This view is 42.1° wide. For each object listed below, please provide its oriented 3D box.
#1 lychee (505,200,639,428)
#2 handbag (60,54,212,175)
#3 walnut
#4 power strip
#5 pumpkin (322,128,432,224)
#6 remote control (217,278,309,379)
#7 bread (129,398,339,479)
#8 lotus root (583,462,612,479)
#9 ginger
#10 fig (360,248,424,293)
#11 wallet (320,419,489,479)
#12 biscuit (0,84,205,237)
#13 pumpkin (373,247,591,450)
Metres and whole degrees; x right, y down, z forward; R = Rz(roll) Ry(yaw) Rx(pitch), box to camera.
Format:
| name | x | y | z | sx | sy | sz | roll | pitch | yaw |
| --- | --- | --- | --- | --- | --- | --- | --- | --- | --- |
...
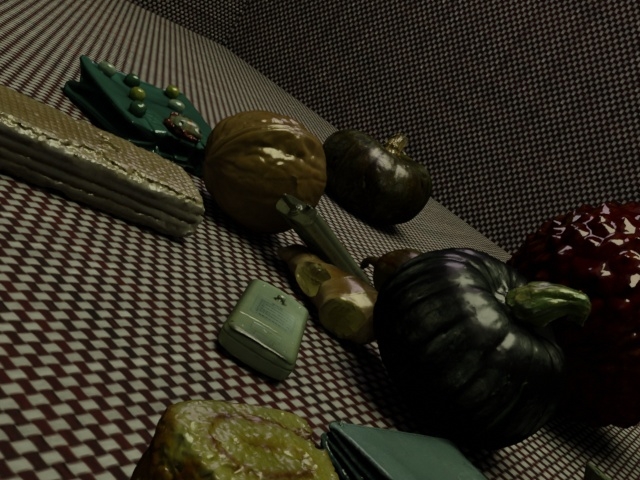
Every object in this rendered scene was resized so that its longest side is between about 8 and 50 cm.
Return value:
| name | x | y | z | sx | sy | sz | roll | pitch | yaw |
| --- | --- | --- | --- | --- | --- | --- | --- | --- | --- |
| lychee | 0.514 | 0.143 | 1.537 | 0.424 | 0.500 | 0.424 | 58 | -15 | 25 |
| handbag | -0.320 | -0.242 | 1.595 | 0.269 | 0.100 | 0.274 | 18 | 19 | -50 |
| walnut | -0.102 | -0.121 | 1.455 | 0.228 | 0.228 | 0.228 | 31 | 13 | -8 |
| power strip | 0.000 | 0.000 | 1.396 | 0.092 | 0.034 | 0.268 | 33 | -13 | 42 |
| pumpkin | 0.173 | -0.166 | 2.180 | 0.325 | 0.242 | 0.232 | 21 | 9 | -28 |
| remote control | -0.068 | 0.109 | 1.065 | 0.098 | 0.038 | 0.233 | 33 | 12 | -3 |
| bread | -0.076 | 0.182 | 0.486 | 0.132 | 0.172 | 0.103 | 19 | 22 | -51 |
| lotus root | 0.439 | 0.396 | 1.144 | 0.204 | 0.078 | 0.183 | 36 | -2 | -23 |
| ginger | 0.018 | 0.071 | 1.318 | 0.131 | 0.086 | 0.294 | 6 | 21 | -29 |
| fig | 0.134 | 0.059 | 1.584 | 0.124 | 0.124 | 0.236 | 25 | 3 | -31 |
| wallet | 0.160 | 0.302 | 0.879 | 0.251 | 0.054 | 0.290 | 25 | 10 | -46 |
| biscuit | -0.353 | -0.119 | 1.129 | 0.426 | 0.078 | 0.144 | 23 | 18 | -36 |
| pumpkin | 0.223 | 0.126 | 1.138 | 0.296 | 0.295 | 0.296 | 31 | 13 | -8 |
